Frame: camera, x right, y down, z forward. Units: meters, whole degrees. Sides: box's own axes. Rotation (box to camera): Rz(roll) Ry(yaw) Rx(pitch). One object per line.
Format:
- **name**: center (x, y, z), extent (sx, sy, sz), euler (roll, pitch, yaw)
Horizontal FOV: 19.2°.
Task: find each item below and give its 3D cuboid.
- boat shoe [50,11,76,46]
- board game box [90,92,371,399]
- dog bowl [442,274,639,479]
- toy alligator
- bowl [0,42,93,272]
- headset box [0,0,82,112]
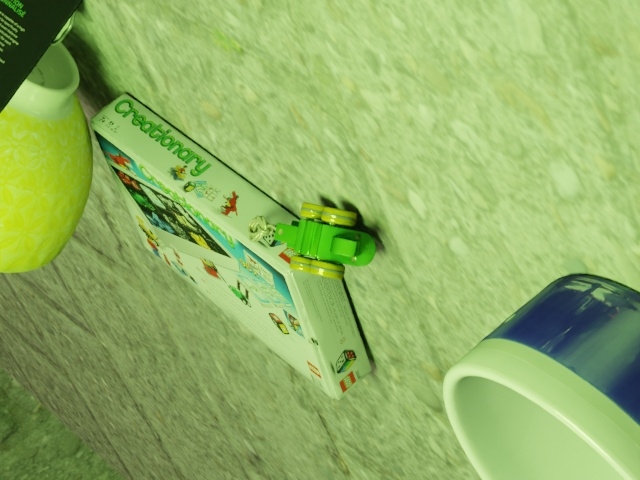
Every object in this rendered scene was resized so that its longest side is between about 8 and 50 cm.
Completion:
- **boat shoe**: center (-0.262, -0.264, 1.591), extent (0.119, 0.121, 0.335), euler (38, 172, 12)
- **board game box**: center (-0.086, 0.004, 1.785), extent (0.305, 0.053, 0.193), euler (37, 157, 36)
- **dog bowl**: center (0.211, 0.154, 1.282), extent (0.265, 0.104, 0.265), euler (44, 163, 17)
- **toy alligator**: center (0.000, 0.000, 1.577), extent (0.051, 0.056, 0.190), euler (12, 180, -26)
- **bowl**: center (-0.316, -0.127, 1.775), extent (0.289, 0.156, 0.289), euler (33, -153, -19)
- **headset box**: center (-0.207, -0.215, 1.263), extent (0.131, 0.283, 0.246), euler (37, 167, -14)
